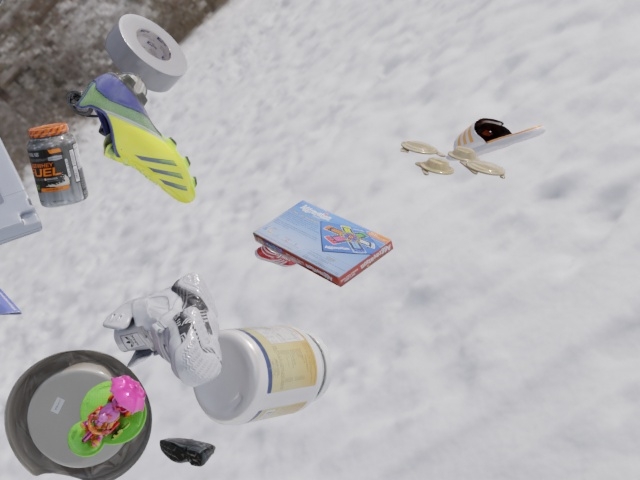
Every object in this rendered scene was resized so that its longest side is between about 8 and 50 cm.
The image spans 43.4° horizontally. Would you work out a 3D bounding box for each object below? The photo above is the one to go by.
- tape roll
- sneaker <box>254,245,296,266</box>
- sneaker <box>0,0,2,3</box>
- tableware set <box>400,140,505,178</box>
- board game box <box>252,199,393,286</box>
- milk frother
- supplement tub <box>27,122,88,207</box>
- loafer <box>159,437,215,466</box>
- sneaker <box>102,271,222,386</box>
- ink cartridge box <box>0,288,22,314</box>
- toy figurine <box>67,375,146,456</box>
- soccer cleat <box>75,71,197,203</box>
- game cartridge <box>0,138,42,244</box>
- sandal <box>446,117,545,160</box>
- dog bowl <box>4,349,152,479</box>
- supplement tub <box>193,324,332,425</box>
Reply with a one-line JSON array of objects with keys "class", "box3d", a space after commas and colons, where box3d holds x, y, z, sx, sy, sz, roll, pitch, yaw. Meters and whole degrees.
[{"class": "tape roll", "box3d": [-0.469, -0.506, 2.178, 0.072, 0.219, 0.219, -41, 20, 29]}, {"class": "sneaker", "box3d": [-0.092, 0.030, 1.939, 0.067, 0.119, 0.042, -38, 48, 52]}, {"class": "sneaker", "box3d": [-0.898, -0.462, 1.770, 0.447, 0.258, 0.169, -62, 31, 1]}, {"class": "tableware set", "box3d": [0.215, -0.131, 1.321, 0.141, 0.169, 0.020, -113, 30, -63]}, {"class": "board game box", "box3d": [0.000, 0.000, 1.643, 0.145, 0.027, 0.281, -35, 38, -25]}, {"class": "milk frother", "box3d": [-0.476, -0.319, 1.797, 0.129, 0.143, 0.134, -27, 35, 20]}, {"class": "supplement tub", "box3d": [-0.636, -0.182, 1.941, 0.117, 0.190, 0.117, -8, 17, 3]}, {"class": "loafer", "box3d": [-0.349, 0.548, 2.111, 0.170, 0.062, 0.061, 7, 21, 34]}, {"class": "sneaker", "box3d": [-0.318, 0.202, 1.619, 0.210, 0.137, 0.366, -23, 24, 2]}, {"class": "ink cartridge box", "box3d": [-0.641, 0.125, 1.231, 0.311, 0.065, 0.186, -11, 23, -37]}, {"class": "toy figurine", "box3d": [-0.397, 0.321, 1.526, 0.173, 0.130, 0.159, -43, -4, -34]}, {"class": "soccer cleat", "box3d": [-0.330, -0.166, 1.452, 0.121, 0.289, 0.093, -46, 36, -22]}, {"class": "game cartridge", "box3d": [-0.583, -0.094, 1.261, 0.198, 0.297, 0.062, -24, -30, -20]}, {"class": "sandal", "box3d": [0.376, -0.234, 1.746, 0.102, 0.076, 0.265, -17, 1, -34]}, {"class": "dog bowl", "box3d": [-0.588, 0.429, 1.989, 0.349, 0.349, 0.102, -46, 8, -2]}, {"class": "supplement tub", "box3d": [-0.137, 0.327, 2.002, 0.228, 0.316, 0.228, -2, 86, 36]}]
